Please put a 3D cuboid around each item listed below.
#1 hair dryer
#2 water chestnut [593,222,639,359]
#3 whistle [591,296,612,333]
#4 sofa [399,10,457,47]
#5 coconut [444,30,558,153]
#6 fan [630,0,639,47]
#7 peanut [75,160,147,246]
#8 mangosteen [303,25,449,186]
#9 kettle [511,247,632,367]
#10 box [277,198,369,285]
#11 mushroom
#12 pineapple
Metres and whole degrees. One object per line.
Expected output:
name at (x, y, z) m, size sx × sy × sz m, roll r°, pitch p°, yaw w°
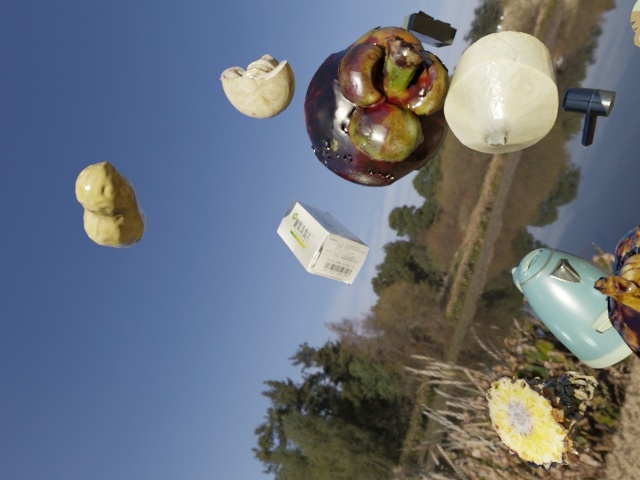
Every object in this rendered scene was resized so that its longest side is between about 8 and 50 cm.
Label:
hair dryer at (0.786, -0.353, 1.401) m, size 0.072 × 0.124 × 0.219 m, roll -54°, pitch -38°, yaw -20°
water chestnut at (0.601, 0.081, 0.771) m, size 0.335 × 0.346 × 0.336 m, roll 3°, pitch -90°, yaw -89°
whistle at (0.681, 0.112, 1.021) m, size 0.236 × 0.113 × 0.077 m, roll -55°, pitch 32°, yaw 27°
sofa at (0.311, -0.614, 1.376) m, size 0.085 × 0.147 × 0.060 m, roll -142°, pitch 64°, yaw -67°
coconut at (0.337, -0.266, 0.890) m, size 0.202 × 0.202 × 0.222 m, roll 90°, pitch -164°, yaw -52°
fan at (0.816, -0.600, 1.155) m, size 0.152 × 0.008 × 0.227 m, roll 140°, pitch 130°, yaw -63°
peanut at (-0.500, -0.068, 1.138) m, size 0.319 × 0.147 × 0.148 m, roll 116°, pitch 180°, yaw -64°
mangosteen at (0.156, -0.319, 1.190) m, size 0.421 × 0.380 × 0.381 m, roll 17°, pitch 88°, yaw 65°
kettle at (0.726, 0.172, 1.408) m, size 0.247 × 0.342 × 0.319 m, roll -47°, pitch -9°, yaw -13°
box at (0.001, 0.001, 1.580) m, size 0.145 × 0.173 × 0.333 m, roll -64°, pitch 31°, yaw 13°
mushroom at (-0.199, -0.520, 1.630) m, size 0.195 × 0.253 × 0.189 m, roll -69°, pitch -24°, yaw -45°
pineapple at (0.641, 0.449, 1.298) m, size 0.271 × 0.262 × 0.263 m, roll -15°, pitch -48°, yaw -29°
